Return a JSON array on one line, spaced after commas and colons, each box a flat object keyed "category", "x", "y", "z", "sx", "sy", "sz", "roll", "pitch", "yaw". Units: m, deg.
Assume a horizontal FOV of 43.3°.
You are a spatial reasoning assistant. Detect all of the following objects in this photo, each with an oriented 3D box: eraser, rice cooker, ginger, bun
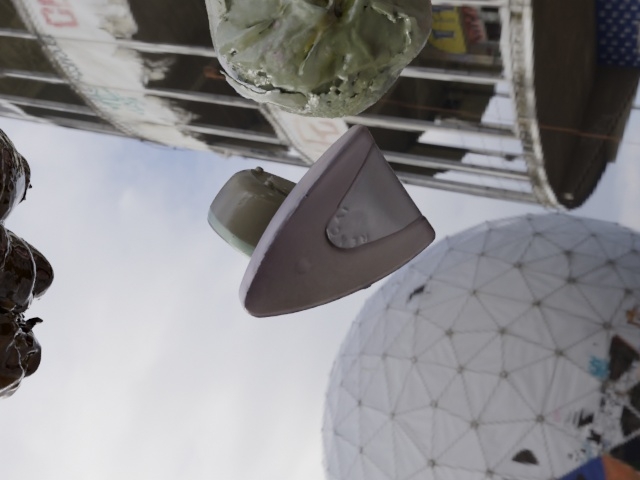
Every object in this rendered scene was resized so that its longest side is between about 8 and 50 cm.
[{"category": "eraser", "x": -0.001, "y": -0.001, "z": 0.962, "sx": 0.243, "sy": 0.059, "sz": 0.204, "roll": -37, "pitch": -50, "yaw": 1}, {"category": "rice cooker", "x": -0.056, "y": -0.022, "z": 1.142, "sx": 0.207, "sy": 0.145, "sz": 0.127, "roll": 17, "pitch": -70, "yaw": -26}, {"category": "ginger", "x": -0.342, "y": -0.011, "z": 0.738, "sx": 0.152, "sy": 0.357, "sz": 0.274, "roll": -37, "pitch": -55, "yaw": 9}, {"category": "bun", "x": -0.006, "y": -0.239, "z": 0.822, "sx": 0.141, "sy": 0.239, "sz": 0.238, "roll": -165, "pitch": 87, "yaw": -84}]
